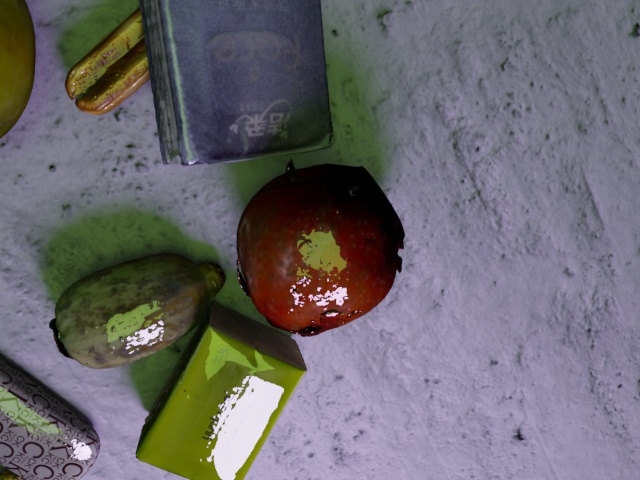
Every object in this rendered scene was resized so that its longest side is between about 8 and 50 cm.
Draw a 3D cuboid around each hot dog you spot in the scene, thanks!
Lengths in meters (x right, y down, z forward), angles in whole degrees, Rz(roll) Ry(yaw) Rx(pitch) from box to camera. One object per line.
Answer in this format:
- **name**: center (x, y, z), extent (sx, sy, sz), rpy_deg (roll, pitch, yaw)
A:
- **hot dog**: center (-0.320, -0.309, 0.945), extent (0.249, 0.068, 0.100), rpy_deg (-42, 90, -3)

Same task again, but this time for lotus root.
- **lotus root**: center (-0.318, 0.112, 0.998), extent (0.309, 0.173, 0.173), rpy_deg (-24, 105, -12)

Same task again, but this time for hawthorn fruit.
- **hawthorn fruit**: center (0.008, 0.012, 0.967), extent (0.315, 0.316, 0.316), rpy_deg (-2, 102, -10)

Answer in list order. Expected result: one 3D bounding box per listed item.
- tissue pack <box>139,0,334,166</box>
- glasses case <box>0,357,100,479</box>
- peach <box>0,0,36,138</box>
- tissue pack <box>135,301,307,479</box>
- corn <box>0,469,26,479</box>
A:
- **tissue pack**: center (-0.135, -0.330, 0.911), extent (0.288, 0.124, 0.394), rpy_deg (-12, 104, -31)
- **glasses case**: center (-0.568, 0.322, 1.023), extent (0.137, 0.085, 0.354), rpy_deg (-45, 105, 2)
- **peach**: center (-0.559, -0.277, 0.799), extent (0.314, 0.281, 0.316), rpy_deg (-18, 75, 29)
- **tissue pack**: center (-0.183, 0.290, 1.045), extent (0.200, 0.167, 0.275), rpy_deg (28, 95, -15)
- **corn**: center (-0.660, 0.551, 1.051), extent (0.102, 0.102, 0.313), rpy_deg (38, 91, -15)
